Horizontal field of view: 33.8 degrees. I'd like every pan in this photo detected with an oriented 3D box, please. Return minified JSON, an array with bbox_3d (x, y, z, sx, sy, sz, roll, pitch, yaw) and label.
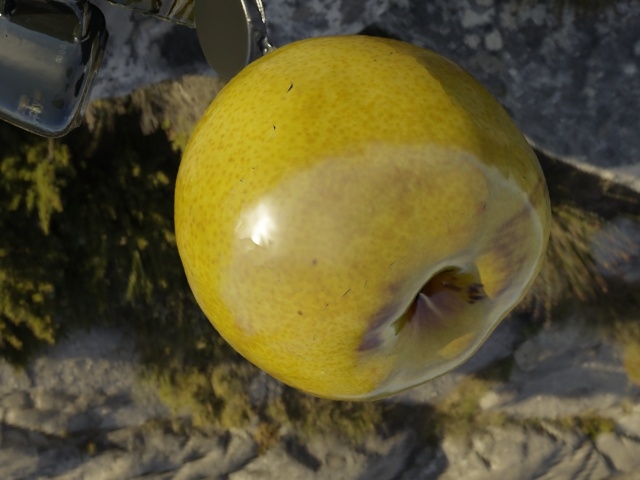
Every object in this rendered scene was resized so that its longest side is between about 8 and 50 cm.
[{"bbox_3d":[-0.070,-0.212,1.125,0.028,0.235,0.136,-21,133,-33],"label":"pan"}]

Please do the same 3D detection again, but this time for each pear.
[{"bbox_3d":[0.016,-0.020,0.602,0.209,0.209,0.209,-14,139,-12],"label":"pear"}]

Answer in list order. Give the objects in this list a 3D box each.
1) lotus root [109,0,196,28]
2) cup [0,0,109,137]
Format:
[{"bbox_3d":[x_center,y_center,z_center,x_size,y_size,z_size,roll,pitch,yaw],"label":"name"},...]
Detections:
[{"bbox_3d":[-0.196,-0.442,1.295,0.250,0.250,0.346,16,103,-37],"label":"lotus root"},{"bbox_3d":[-0.340,-0.232,1.225,0.176,0.169,0.223,20,148,-14],"label":"cup"}]
